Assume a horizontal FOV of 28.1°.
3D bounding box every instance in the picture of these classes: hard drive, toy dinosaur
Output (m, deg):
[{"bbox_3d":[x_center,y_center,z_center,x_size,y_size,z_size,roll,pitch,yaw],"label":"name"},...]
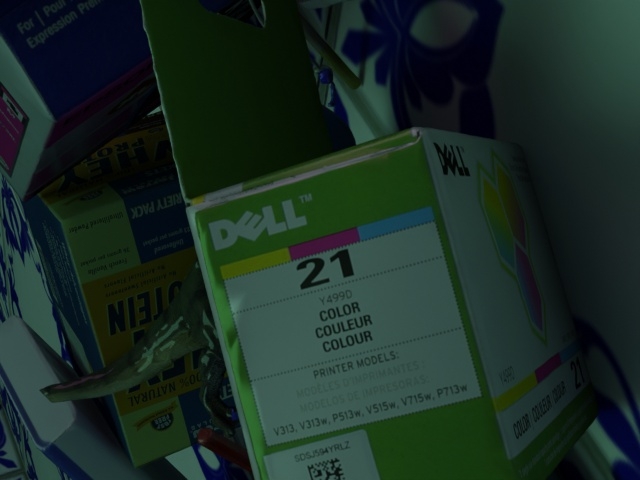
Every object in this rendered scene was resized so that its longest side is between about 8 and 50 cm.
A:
[{"bbox_3d":[-0.142,0.212,1.075,0.319,0.040,0.210,51,173,-31],"label":"hard drive"},{"bbox_3d":[-0.057,0.054,0.837,0.118,0.268,0.064,49,-165,12],"label":"toy dinosaur"}]

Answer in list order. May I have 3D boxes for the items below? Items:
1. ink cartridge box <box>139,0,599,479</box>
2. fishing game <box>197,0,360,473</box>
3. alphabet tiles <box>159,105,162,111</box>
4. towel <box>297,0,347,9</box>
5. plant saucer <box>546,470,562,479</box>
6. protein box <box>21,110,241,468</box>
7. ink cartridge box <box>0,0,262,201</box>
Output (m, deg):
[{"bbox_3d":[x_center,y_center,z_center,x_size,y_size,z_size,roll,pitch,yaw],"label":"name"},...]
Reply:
[{"bbox_3d":[0.022,-0.028,0.520,0.189,0.097,0.255,-7,-98,-70],"label":"ink cartridge box"},{"bbox_3d":[0.000,0.000,0.634,0.189,0.041,0.264,44,-138,-50],"label":"fishing game"},{"bbox_3d":[-0.097,-0.127,1.002,0.237,0.009,0.198,62,155,30],"label":"alphabet tiles"},{"bbox_3d":[-0.003,-0.223,0.675,0.144,0.029,0.197,-172,69,-68],"label":"towel"},{"bbox_3d":[0.096,0.221,0.701,0.317,0.043,0.318,166,90,-70],"label":"plant saucer"},{"bbox_3d":[-0.131,0.028,0.981,0.201,0.135,0.200,34,140,62],"label":"protein box"},{"bbox_3d":[-0.111,-0.121,0.748,0.069,0.175,0.371,53,163,-2],"label":"ink cartridge box"}]
